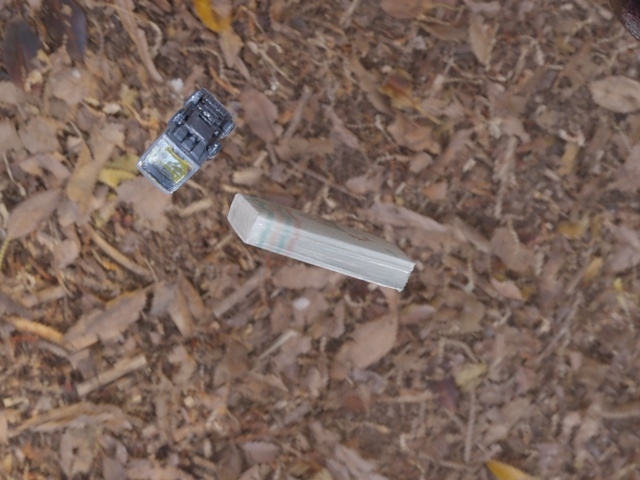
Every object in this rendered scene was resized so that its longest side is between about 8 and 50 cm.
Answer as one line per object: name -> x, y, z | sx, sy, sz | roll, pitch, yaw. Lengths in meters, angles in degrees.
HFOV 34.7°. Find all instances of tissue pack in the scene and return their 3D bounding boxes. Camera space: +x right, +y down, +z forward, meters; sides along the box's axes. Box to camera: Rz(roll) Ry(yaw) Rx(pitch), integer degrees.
tissue pack -> 0.000, 0.000, 0.627 | 0.108, 0.056, 0.023 | 17, 102, -23

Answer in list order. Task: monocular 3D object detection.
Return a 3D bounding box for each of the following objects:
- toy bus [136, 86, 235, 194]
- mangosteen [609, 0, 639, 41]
toy bus -> -0.150, -0.116, 1.170 | 0.064, 0.190, 0.075 | 42, 109, -12
mangosteen -> 0.230, -0.152, 0.547 | 0.152, 0.152, 0.153 | -12, 119, -22
